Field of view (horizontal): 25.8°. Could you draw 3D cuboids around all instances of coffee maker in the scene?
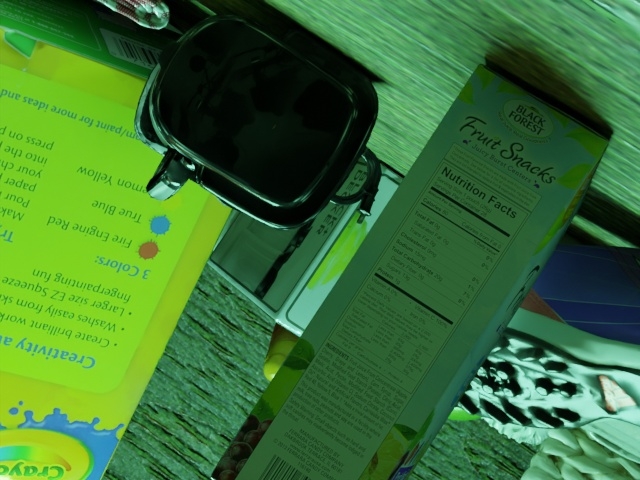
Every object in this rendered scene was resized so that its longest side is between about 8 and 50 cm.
[{"bbox_3d":[-0.024,-0.071,0.859,0.171,0.120,0.178,9,-176,-11],"label":"coffee maker"}]

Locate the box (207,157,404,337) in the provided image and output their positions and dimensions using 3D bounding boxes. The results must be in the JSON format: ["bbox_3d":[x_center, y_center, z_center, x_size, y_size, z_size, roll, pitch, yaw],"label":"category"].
[{"bbox_3d":[0.000,0.000,1.330,0.087,0.169,0.290,35,179,-19],"label":"box"}]

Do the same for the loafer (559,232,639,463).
[{"bbox_3d":[0.183,0.083,0.924,0.319,0.112,0.111,32,147,10],"label":"loafer"}]

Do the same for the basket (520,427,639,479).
[{"bbox_3d":[0.311,0.263,1.088,0.328,0.266,0.331,25,178,22],"label":"basket"}]

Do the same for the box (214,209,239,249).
[{"bbox_3d":[-0.076,-0.049,1.594,0.127,0.148,0.232,32,180,-28],"label":"box"}]

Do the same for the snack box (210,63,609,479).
[{"bbox_3d":[0.047,0.037,0.649,0.070,0.207,0.174,32,180,10],"label":"snack box"}]

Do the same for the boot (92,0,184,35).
[{"bbox_3d":[-0.241,-0.150,1.094,0.244,0.176,0.088,35,179,-35],"label":"boot"}]

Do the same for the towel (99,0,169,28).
[{"bbox_3d":[-0.184,-0.196,0.799,0.197,0.029,0.144,34,-172,-48],"label":"towel"}]

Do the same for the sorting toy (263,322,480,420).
[{"bbox_3d":[0.091,0.119,1.339,0.366,0.127,0.126,0,-175,25],"label":"sorting toy"}]

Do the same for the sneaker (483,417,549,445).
[{"bbox_3d":[0.162,0.078,1.458,0.293,0.102,0.146,50,-166,11],"label":"sneaker"}]

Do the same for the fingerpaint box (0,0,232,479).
[{"bbox_3d":[-0.320,-0.024,0.999,0.445,0.371,0.163,17,-159,-26],"label":"fingerpaint box"}]

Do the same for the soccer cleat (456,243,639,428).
[{"bbox_3d":[0.198,0.057,0.738,0.318,0.116,0.108,12,138,35],"label":"soccer cleat"}]
